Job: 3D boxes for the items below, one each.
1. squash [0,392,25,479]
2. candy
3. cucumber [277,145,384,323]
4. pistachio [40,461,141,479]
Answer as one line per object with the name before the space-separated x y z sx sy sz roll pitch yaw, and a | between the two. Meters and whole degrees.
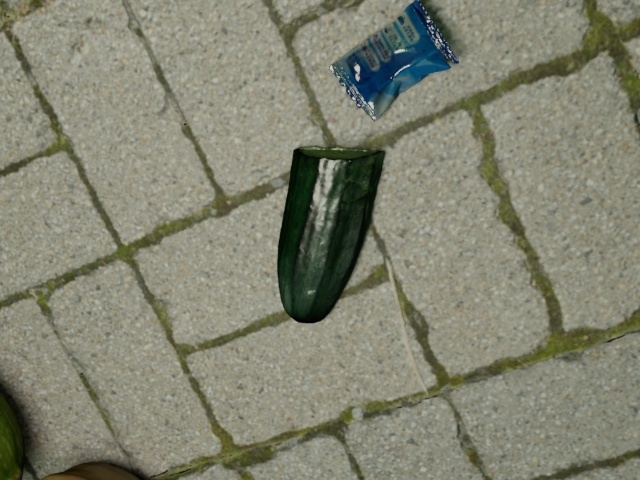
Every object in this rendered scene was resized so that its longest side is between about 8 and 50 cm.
squash | -0.565 0.261 1.092 0.309 0.310 0.310 14 111 -13
candy | 0.083 -0.205 0.904 0.136 0.038 0.088 -33 95 29
cucumber | 0.000 0.000 0.974 0.115 0.063 0.243 12 111 9
pistachio | -0.289 0.422 1.115 0.261 0.162 0.212 24 144 2
